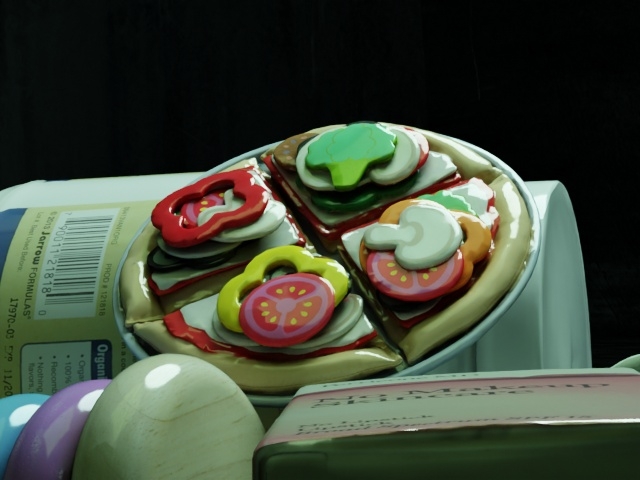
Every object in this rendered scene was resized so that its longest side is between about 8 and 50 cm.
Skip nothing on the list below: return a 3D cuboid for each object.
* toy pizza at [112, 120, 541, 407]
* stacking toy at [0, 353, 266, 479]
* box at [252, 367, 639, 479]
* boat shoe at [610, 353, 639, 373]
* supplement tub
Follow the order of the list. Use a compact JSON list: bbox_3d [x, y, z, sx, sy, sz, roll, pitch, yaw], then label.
[{"bbox_3d":[0.000,0.000,0.856,0.201,0.032,0.201,-9,36,7],"label":"toy pizza"},{"bbox_3d":[-0.187,0.138,0.797,0.330,0.141,0.141,-10,-3,23],"label":"stacking toy"},{"bbox_3d":[0.059,0.117,0.660,0.149,0.126,0.232,-3,0,2],"label":"box"},{"bbox_3d":[0.269,0.114,0.808,0.113,0.127,0.340,28,-22,-38],"label":"boat shoe"},{"bbox_3d":[-0.024,0.073,0.989,0.316,0.228,0.228,-3,0,16],"label":"supplement tub"}]
